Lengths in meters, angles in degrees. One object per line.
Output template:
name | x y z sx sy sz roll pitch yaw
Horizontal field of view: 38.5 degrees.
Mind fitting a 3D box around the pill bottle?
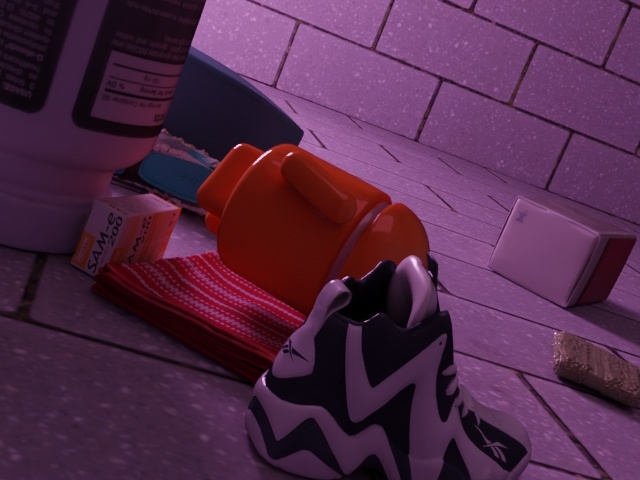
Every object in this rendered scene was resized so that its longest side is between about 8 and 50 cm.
pill bottle | -0.216 -0.186 0.779 0.210 0.363 0.210 21 14 -5

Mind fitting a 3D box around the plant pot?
plant pot | -0.153 -0.159 1.239 0.234 0.165 0.166 23 12 -20

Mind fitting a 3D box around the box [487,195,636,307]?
box | 0.396 0.017 1.488 0.148 0.127 0.232 30 16 29

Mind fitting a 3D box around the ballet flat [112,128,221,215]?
ballet flat | -0.201 -0.095 1.095 0.241 0.091 0.077 34 -1 18

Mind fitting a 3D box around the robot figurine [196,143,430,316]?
robot figurine | 0.000 -0.001 0.785 0.219 0.158 0.128 30 29 18

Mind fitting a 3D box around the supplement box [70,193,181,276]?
supplement box | -0.167 -0.005 0.799 0.036 0.062 0.098 27 15 15

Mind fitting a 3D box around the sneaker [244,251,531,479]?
sneaker | 0.075 0.087 0.629 0.235 0.153 0.094 16 16 -24

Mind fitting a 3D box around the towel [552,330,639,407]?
towel | 0.319 0.148 1.062 0.110 0.027 0.148 26 12 10

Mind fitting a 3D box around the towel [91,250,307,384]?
towel | -0.049 0.059 0.813 0.199 0.031 0.275 27 14 18
